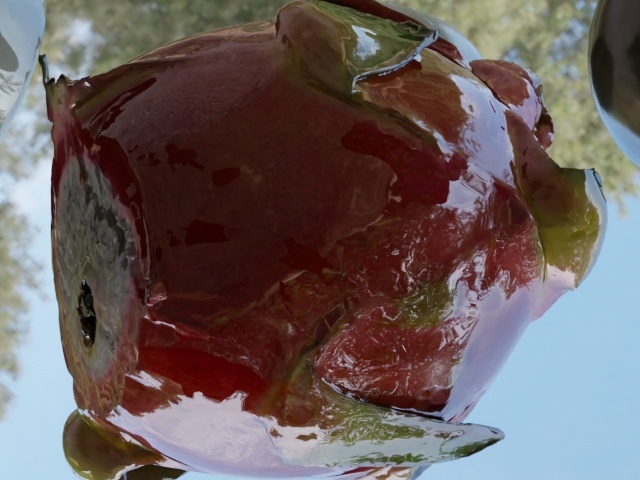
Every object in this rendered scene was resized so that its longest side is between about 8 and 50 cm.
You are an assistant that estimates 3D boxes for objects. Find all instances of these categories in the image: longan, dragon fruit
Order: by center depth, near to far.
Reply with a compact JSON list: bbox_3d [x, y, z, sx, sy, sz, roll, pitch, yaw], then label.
[{"bbox_3d":[-0.004,0.003,0.612,0.224,0.227,0.224,-13,-105,61],"label":"dragon fruit"},{"bbox_3d":[0.273,-0.135,0.966,0.212,0.198,0.198,-57,-154,-15],"label":"longan"}]

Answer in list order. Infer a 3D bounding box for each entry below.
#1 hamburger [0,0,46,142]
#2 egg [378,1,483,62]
[{"bbox_3d":[-0.320,-0.132,0.949,0.276,0.179,0.294,22,-94,42],"label":"hamburger"},{"bbox_3d":[0.040,-0.110,1.125,0.151,0.209,0.151,-20,-114,55],"label":"egg"}]
